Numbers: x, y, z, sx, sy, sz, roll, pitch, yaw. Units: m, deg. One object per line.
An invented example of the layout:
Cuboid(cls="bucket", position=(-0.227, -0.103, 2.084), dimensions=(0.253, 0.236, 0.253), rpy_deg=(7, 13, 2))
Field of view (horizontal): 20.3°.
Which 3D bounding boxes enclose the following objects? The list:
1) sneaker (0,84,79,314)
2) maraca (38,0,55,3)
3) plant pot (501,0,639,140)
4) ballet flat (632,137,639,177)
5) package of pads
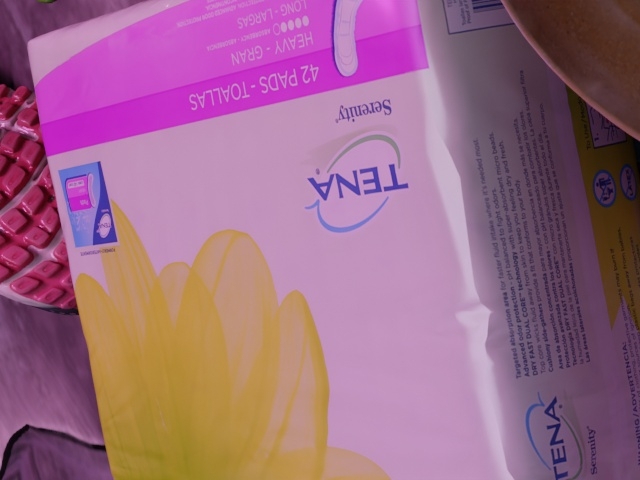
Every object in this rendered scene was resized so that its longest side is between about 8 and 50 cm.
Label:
Cuboid(cls="sneaker", position=(-0.211, -0.038, 1.115), dimensions=(0.299, 0.121, 0.112), rpy_deg=(35, 158, 39))
Cuboid(cls="maraca", position=(-0.141, -0.206, 0.958), dimensions=(0.127, 0.099, 0.186), rpy_deg=(-60, 31, 35))
Cuboid(cls="plant pot", position=(0.155, -0.107, 0.503), dimensions=(0.236, 0.032, 0.236), rpy_deg=(14, 135, 14))
Cuboid(cls="ballet flat", position=(0.107, -0.050, 0.731), dimensions=(0.206, 0.073, 0.067), rpy_deg=(-48, 38, 46))
Cuboid(cls="package of pads", position=(0.001, 0.003, 0.729), dimensions=(0.296, 0.101, 0.229), rpy_deg=(-8, 94, 53))
